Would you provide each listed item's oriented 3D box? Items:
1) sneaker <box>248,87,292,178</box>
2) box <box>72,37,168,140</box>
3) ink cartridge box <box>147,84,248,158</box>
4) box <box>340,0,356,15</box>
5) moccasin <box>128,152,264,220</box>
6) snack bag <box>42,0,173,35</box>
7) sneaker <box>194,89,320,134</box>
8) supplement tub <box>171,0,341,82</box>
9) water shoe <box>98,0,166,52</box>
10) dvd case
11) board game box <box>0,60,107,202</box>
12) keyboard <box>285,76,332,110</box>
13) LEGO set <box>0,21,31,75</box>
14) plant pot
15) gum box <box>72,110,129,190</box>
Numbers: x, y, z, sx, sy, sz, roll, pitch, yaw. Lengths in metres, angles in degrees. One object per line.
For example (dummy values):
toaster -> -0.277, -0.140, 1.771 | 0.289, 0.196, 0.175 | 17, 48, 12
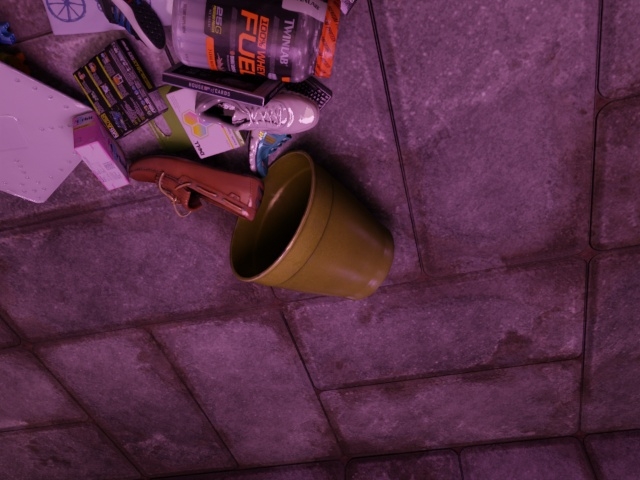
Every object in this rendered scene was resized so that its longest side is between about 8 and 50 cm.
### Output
sneaker -> -0.128, -0.269, 1.364 | 0.110, 0.107, 0.275 | 8, 133, -10
box -> -0.490, -0.364, 1.297 | 0.184, 0.045, 0.190 | -19, 109, 35
ink cartridge box -> -0.337, -0.306, 1.355 | 0.255, 0.097, 0.188 | -15, 126, 13
box -> 0.057, -0.593, 1.153 | 0.116, 0.029, 0.162 | 29, 125, -18
moccasin -> -0.340, -0.136, 1.421 | 0.380, 0.147, 0.139 | 16, 172, 5
snack bag -> -0.493, -0.628, 1.151 | 0.323, 0.037, 0.342 | -3, 128, 5
sneaker -> -0.146, -0.291, 1.223 | 0.292, 0.118, 0.110 | 3, 116, -5
supplement tub -> -0.134, -0.462, 1.152 | 0.338, 0.207, 0.207 | 8, 128, -3
water shoe -> -0.432, -0.507, 1.190 | 0.080, 0.073, 0.203 | -13, 126, 39
dvd case -> -0.211, -0.373, 1.213 | 0.239, 0.179, 0.029 | 16, 127, 7
board game box -> -0.805, -0.285, 1.342 | 0.390, 0.050, 0.390 | -36, 141, 27
keyboard -> -0.070, -0.380, 1.330 | 0.180, 0.023, 0.108 | 34, 122, -20
LEGO set -> -0.780, -0.443, 1.276 | 0.093, 0.087, 0.227 | 8, 143, 5
plant pot -> 0.000, 0.000, 1.445 | 0.353, 0.366, 0.366 | 27, 125, -31
gum box -> -0.566, -0.226, 1.379 | 0.062, 0.107, 0.188 | -18, 149, -2
